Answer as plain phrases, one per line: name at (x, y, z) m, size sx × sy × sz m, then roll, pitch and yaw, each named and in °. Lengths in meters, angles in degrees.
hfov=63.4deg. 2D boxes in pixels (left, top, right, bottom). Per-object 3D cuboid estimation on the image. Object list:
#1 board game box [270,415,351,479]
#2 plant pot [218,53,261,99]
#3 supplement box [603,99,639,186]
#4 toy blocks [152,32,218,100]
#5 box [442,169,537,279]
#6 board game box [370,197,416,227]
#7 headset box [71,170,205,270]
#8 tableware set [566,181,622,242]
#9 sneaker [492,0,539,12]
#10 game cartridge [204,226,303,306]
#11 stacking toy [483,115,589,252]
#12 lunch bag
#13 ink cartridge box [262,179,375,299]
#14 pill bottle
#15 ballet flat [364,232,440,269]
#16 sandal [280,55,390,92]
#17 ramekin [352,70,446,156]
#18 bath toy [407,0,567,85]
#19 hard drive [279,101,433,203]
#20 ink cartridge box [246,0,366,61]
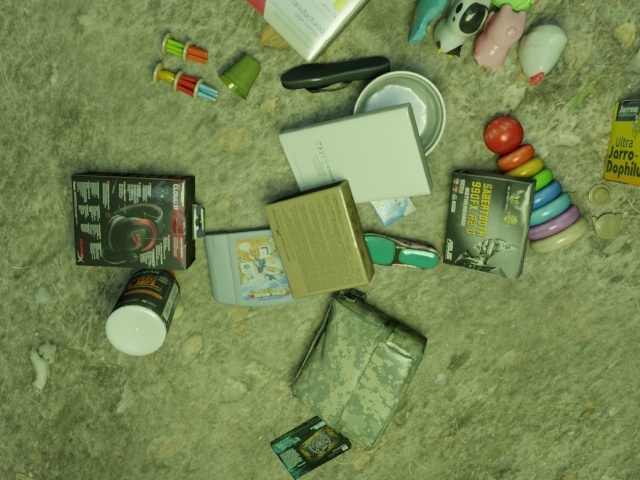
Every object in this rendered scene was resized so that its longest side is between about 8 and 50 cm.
board game box at (-0.026, 0.558, 1.416) m, size 0.186 × 0.026 × 0.126 m, roll -31°, pitch 100°, yaw 6°
plant pot at (-0.179, -0.383, 1.196) m, size 0.083 × 0.083 × 0.079 m, roll 38°, pitch 88°, yaw -8°
supplement box at (0.877, -0.212, 1.171) m, size 0.355 × 0.194 × 0.196 m, roll 4°, pitch 102°, yaw -1°
toy blocks at (-0.298, -0.395, 1.200) m, size 0.148 × 0.054 × 0.123 m, roll 20°, pitch 102°, yaw -4°
box at (0.392, -0.040, 1.218) m, size 0.182 × 0.056 × 0.231 m, roll 15°, pitch 113°, yaw 32°
board game box at (0.175, -0.092, 1.283) m, size 0.090 × 0.020 × 0.090 m, roll -32°, pitch 101°, yaw 6°
headset box at (-0.425, -0.048, 1.244) m, size 0.292 × 0.110 × 0.218 m, roll 2°, pitch 102°, yaw 0°
tableware set at (0.664, -0.063, 1.291) m, size 0.168 × 0.020 × 0.141 m, roll -12°, pitch 101°, yaw 4°
sneaker at (0.485, -0.728, 1.063) m, size 0.202 × 0.185 × 0.483 m, roll 27°, pitch 100°, yaw -14°
game cartridge at (-0.132, 0.065, 1.300) m, size 0.296 × 0.062 × 0.198 m, roll -6°, pitch 98°, yaw 1°
stacking toy at (0.487, -0.140, 1.225) m, size 0.141 × 0.141 × 0.331 m, roll -32°, pitch 93°, yaw 6°
lunch bag at (0.090, 0.304, 1.271) m, size 0.255 × 0.212 × 0.305 m, roll 27°, pitch 98°, yaw 11°
ink cartridge box at (0.000, 0.000, 1.192) m, size 0.193 × 0.088 × 0.235 m, roll -12°, pitch 104°, yaw 20°
pill bottle at (-0.403, 0.147, 1.213) m, size 0.130 × 0.246 × 0.131 m, roll -2°, pitch 114°, yaw -4°
ballet flat at (0.184, 0.023, 1.277) m, size 0.221 × 0.079 × 0.077 m, roll 9°, pitch 108°, yaw -3°
sandal at (0.035, -0.370, 1.192) m, size 0.254 × 0.097 × 0.055 m, roll -6°, pitch 129°, yaw 2°
ramekin at (0.177, -0.281, 1.192) m, size 0.206 × 0.109 × 0.208 m, roll 1°, pitch 107°, yaw 2°
bath toy at (0.374, -0.444, 1.151) m, size 0.347 × 0.151 × 0.129 m, roll 15°, pitch 88°, yaw -11°
hard drive at (0.077, -0.178, 1.162) m, size 0.307 × 0.040 × 0.203 m, roll -6°, pitch 123°, yaw 28°
ink cartridge box at (0.013, -0.611, 1.064) m, size 0.279 × 0.160 × 0.384 m, roll 42°, pitch 109°, yaw -10°
